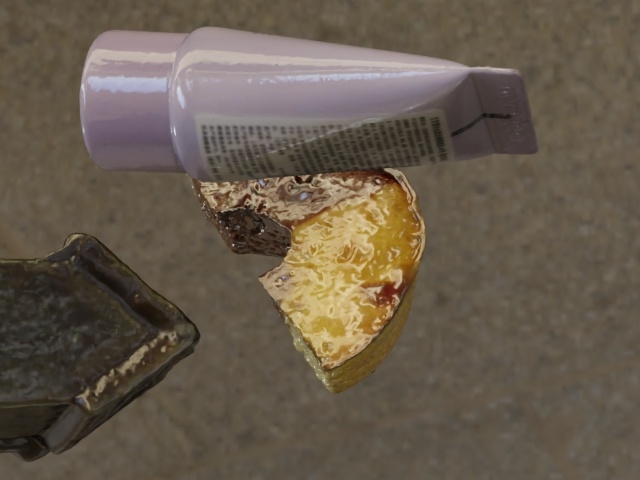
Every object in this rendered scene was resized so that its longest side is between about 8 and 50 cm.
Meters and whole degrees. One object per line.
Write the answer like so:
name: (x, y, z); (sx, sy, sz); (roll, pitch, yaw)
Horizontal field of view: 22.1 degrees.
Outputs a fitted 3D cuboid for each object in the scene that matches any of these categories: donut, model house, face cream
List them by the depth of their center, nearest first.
model house: (-0.156, 0.065, 0.919); (0.152, 0.106, 0.165); (1, 159, -27)
face cream: (-0.006, -0.082, 1.010); (0.273, 0.096, 0.154); (3, 163, 12)
donut: (0.000, 0.000, 1.368); (0.151, 0.295, 0.112); (-26, 144, -15)
